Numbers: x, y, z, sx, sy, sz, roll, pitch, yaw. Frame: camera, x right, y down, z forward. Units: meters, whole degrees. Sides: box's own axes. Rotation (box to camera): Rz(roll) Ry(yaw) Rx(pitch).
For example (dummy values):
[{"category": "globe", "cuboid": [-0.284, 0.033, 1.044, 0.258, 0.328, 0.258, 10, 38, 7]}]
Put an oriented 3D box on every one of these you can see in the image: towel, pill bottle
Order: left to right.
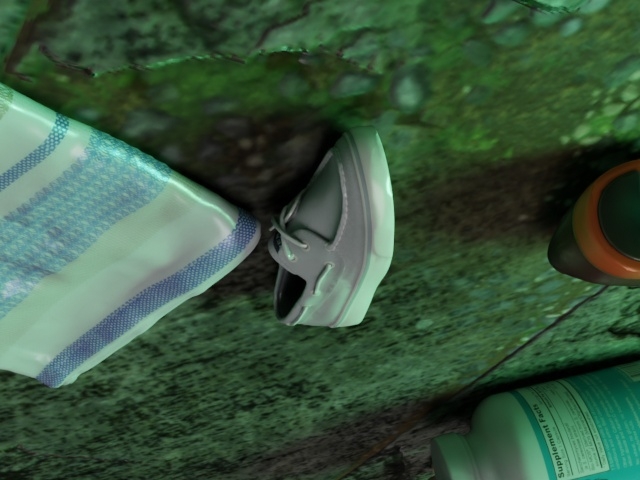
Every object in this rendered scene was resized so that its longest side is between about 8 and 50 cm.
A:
[{"category": "towel", "cuboid": [-0.193, 0.001, 0.446, 0.209, 0.034, 0.285, -34, 142, 25]}, {"category": "pill bottle", "cuboid": [0.247, 0.208, 0.823, 0.264, 0.146, 0.146, -12, 147, -4]}]

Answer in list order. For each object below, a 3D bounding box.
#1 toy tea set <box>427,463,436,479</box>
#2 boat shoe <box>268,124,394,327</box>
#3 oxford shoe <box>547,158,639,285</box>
[{"category": "toy tea set", "cuboid": [0.196, 0.330, 1.001, 0.200, 0.124, 0.336, 8, 141, -30]}, {"category": "boat shoe", "cuboid": [0.000, 0.000, 0.502, 0.063, 0.066, 0.184, -8, 156, -12]}, {"category": "oxford shoe", "cuboid": [0.287, -0.018, 0.575, 0.272, 0.096, 0.098, -4, 165, -10]}]
